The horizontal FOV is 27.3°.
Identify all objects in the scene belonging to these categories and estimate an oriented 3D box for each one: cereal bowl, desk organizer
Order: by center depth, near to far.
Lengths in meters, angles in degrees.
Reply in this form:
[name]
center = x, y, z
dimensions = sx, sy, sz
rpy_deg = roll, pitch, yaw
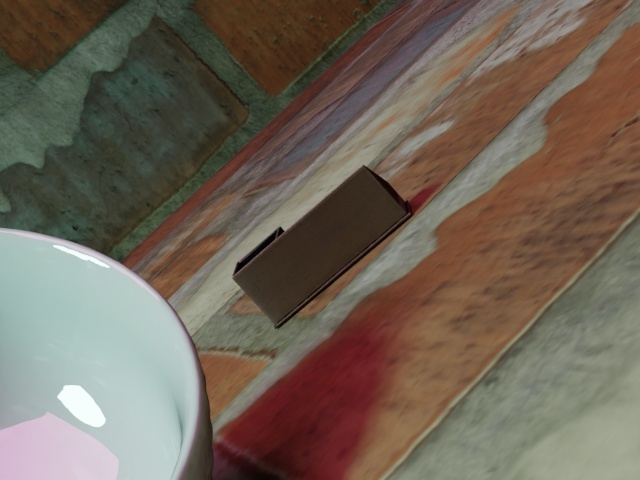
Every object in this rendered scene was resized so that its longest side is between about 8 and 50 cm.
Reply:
[cereal bowl]
center = -0.212, 0.140, 0.634
dimensions = 0.339, 0.141, 0.339
rpy_deg = -4, 35, 2
[desk organizer]
center = 0.000, 0.000, 0.960
dimensions = 0.130, 0.050, 0.047
rpy_deg = -40, 10, 10
